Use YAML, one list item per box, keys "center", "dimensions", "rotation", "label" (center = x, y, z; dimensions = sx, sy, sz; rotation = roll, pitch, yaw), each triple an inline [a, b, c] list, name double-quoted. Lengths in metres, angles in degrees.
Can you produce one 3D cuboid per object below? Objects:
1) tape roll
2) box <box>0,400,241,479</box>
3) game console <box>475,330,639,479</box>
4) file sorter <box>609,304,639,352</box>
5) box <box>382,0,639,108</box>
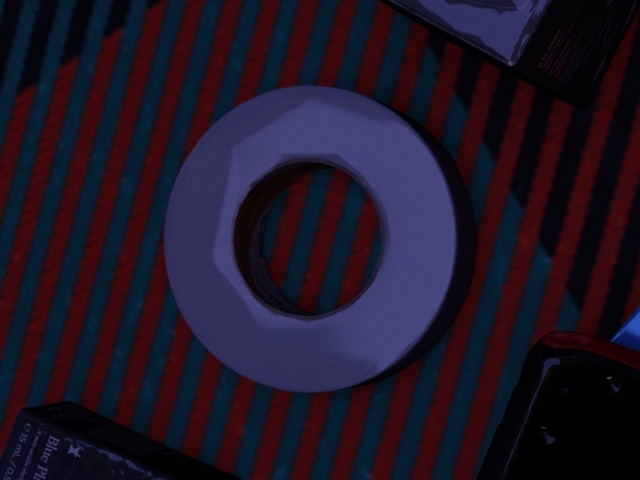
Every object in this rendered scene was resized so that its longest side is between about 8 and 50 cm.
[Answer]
- center: [0.000, 0.000, 1.437]
  dimensions: [0.219, 0.072, 0.219]
  rotation: [-1, 87, 17]
  label: "tape roll"
- center: [-0.166, 0.221, 1.468]
  dimensions: [0.158, 0.093, 0.156]
  rotation: [22, 94, 15]
  label: "box"
- center: [0.226, 0.280, 1.286]
  dimensions: [0.342, 0.060, 0.387]
  rotation: [20, 100, -7]
  label: "game console"
- center: [0.244, 0.109, 1.343]
  dimensions: [0.118, 0.104, 0.170]
  rotation: [41, 100, 13]
  label: "file sorter"
- center: [0.117, -0.195, 1.305]
  dimensions: [0.165, 0.270, 0.143]
  rotation: [30, 97, 15]
  label: "box"
